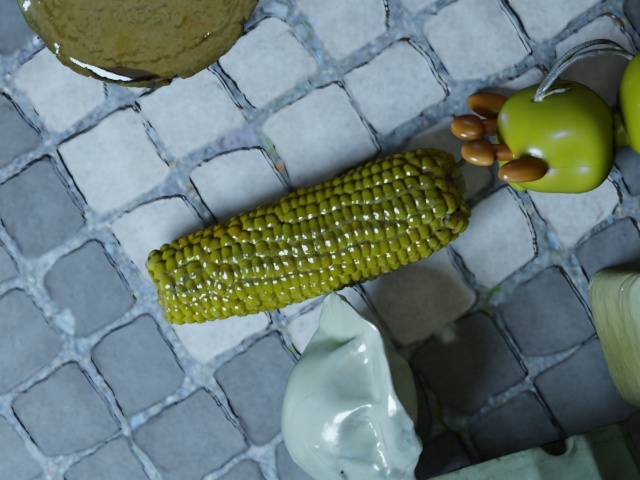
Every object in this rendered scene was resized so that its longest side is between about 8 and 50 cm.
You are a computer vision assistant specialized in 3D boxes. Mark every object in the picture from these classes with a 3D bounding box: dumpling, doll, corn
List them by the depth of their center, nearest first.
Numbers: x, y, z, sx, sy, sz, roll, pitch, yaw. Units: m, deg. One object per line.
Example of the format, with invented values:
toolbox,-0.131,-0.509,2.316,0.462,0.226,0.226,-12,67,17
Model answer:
dumpling,0.040,0.162,1.656,0.124,0.151,0.228,-21,121,-30
doll,0.228,-0.101,1.672,0.221,0.143,0.135,-7,127,-3
corn,0.000,0.000,1.678,0.310,0.101,0.101,-21,93,-3

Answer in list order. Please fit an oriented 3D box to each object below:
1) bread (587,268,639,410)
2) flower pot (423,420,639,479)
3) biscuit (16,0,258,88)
bread,0.293,0.089,1.657,0.060,0.178,0.139,-18,93,-6
flower pot,0.216,0.300,1.632,0.290,0.290,0.259,-15,82,-2
biscuit,-0.162,-0.242,1.688,0.226,0.042,0.225,0,91,-1
